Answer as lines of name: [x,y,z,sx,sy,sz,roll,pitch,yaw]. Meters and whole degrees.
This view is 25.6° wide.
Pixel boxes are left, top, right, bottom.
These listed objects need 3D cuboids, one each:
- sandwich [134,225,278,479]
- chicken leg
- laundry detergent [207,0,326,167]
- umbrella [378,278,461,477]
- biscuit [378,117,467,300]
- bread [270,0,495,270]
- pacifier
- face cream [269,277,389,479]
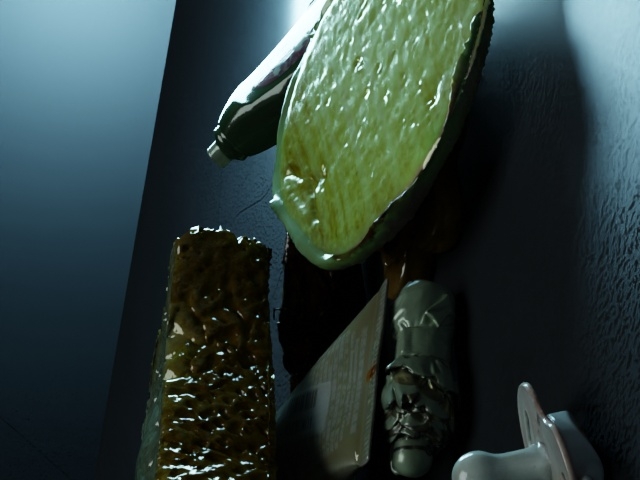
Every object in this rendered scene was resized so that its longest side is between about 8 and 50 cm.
sandwich: [-0.102,0.179,1.139,0.301,0.099,0.271,-93,17,-49]
chicken leg: [0.001,-0.006,1.270,0.177,0.083,0.322,103,169,-75]
laundry detergent: [-0.025,-0.150,1.286,0.211,0.063,0.137,-45,25,16]
umbrella: [0.067,0.095,0.976,0.067,0.062,0.143,-27,48,49]
biscuit: [0.070,-0.069,1.114,0.180,0.039,0.236,113,161,-48]
bread: [0.047,-0.122,1.077,0.301,0.045,0.301,-43,37,46]
pacifier: [0.110,0.127,0.762,0.099,0.078,0.081,-117,16,-65]
face cream: [0.000,0.157,1.118,0.341,0.084,0.137,119,162,-61]
